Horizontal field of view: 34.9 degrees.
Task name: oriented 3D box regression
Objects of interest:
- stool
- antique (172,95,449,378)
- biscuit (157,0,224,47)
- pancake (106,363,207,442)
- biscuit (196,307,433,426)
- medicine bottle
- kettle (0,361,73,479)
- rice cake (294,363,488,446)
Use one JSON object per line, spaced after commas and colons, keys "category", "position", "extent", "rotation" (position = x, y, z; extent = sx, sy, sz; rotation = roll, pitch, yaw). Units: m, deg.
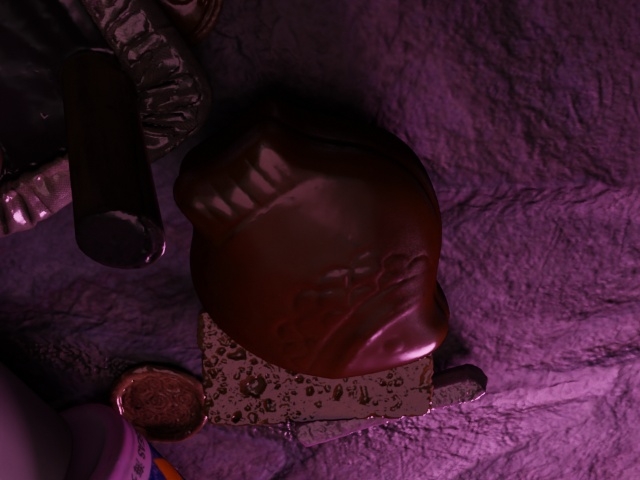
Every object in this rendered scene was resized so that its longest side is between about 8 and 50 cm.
{"category": "stool", "position": [-0.276, -0.093, 0.729], "extent": [0.310, 0.226, 0.310], "rotation": [-24, 123, 23]}
{"category": "antique", "position": [0.000, 0.000, 0.877], "extent": [0.223, 0.129, 0.278], "rotation": [-37, 119, 21]}
{"category": "biscuit", "position": [-0.148, -0.218, 0.779], "extent": [0.124, 0.026, 0.175], "rotation": [-27, 122, 14]}
{"category": "pancake", "position": [-0.168, 0.171, 1.060], "extent": [0.115, 0.011, 0.115], "rotation": [0, 124, -1]}
{"category": "biscuit", "position": [-0.004, 0.118, 1.001], "extent": [0.231, 0.025, 0.131], "rotation": [-2, 105, 0]}
{"category": "medicine bottle", "position": [-0.195, 0.323, 1.063], "extent": [0.178, 0.178, 0.291], "rotation": [-27, 122, 15]}
{"category": "kettle", "position": [-0.417, 0.162, 0.900], "extent": [0.265, 0.205, 0.318], "rotation": [-43, 123, -15]}
{"category": "rice cake", "position": [0.072, 0.168, 1.049], "extent": [0.206, 0.047, 0.036], "rotation": [-17, 117, 7]}
